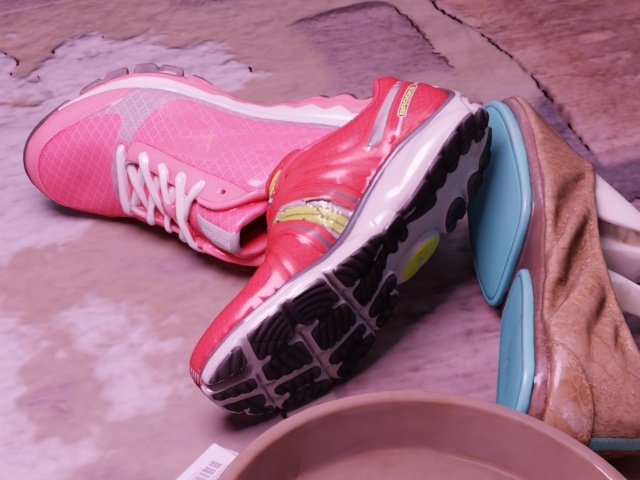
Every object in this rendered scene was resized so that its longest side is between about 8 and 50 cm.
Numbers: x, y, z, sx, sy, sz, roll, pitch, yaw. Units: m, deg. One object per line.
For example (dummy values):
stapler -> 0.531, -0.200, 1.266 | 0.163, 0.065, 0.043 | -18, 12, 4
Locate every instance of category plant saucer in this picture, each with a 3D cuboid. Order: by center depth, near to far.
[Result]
plant saucer -> 0.065, 0.196, 1.080 | 0.278, 0.041, 0.278 | 5, 43, -5

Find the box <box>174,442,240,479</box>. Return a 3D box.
box -> -0.028, 0.198, 1.151 | 0.186, 0.038, 0.145 | 16, 40, 31

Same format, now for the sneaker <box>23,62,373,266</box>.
sneaker -> -0.079, -0.045, 1.453 | 0.314, 0.116, 0.136 | 3, 36, 13

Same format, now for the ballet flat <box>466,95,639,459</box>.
ballet flat -> 0.170, 0.027, 1.322 | 0.124, 0.116, 0.342 | 11, 33, -9

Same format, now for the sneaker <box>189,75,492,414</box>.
sneaker -> 0.000, 0.000, 1.336 | 0.118, 0.107, 0.279 | 27, 64, 32
